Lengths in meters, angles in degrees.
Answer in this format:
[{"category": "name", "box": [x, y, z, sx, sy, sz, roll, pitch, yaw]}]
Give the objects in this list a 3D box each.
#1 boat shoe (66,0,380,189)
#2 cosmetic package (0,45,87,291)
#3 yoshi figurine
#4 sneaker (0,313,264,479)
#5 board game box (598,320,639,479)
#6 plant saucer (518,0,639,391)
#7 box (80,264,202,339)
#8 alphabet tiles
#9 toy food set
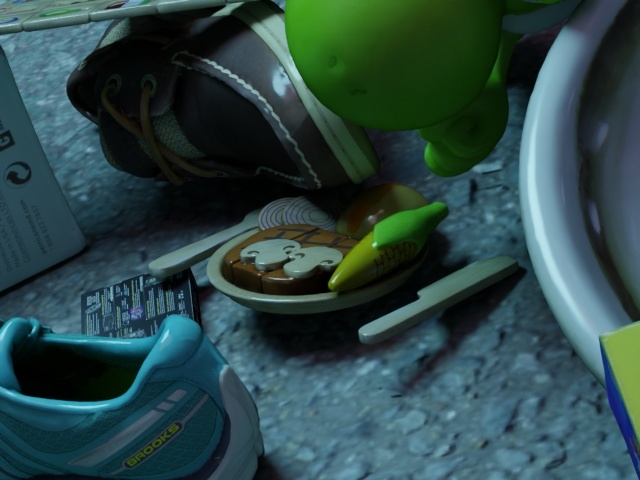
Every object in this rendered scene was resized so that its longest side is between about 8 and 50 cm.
[{"category": "boat shoe", "box": [-0.076, -0.078, 1.215, 0.123, 0.123, 0.342, -37, 28, -10]}, {"category": "cosmetic package", "box": [-0.264, -0.056, 1.251, 0.151, 0.151, 0.184, -27, 33, -12]}, {"category": "yoshi figurine", "box": [0.049, -0.143, 1.080, 0.204, 0.203, 0.362, 13, 5, -4]}, {"category": "sneaker", "box": [-0.162, 0.084, 1.022, 0.275, 0.110, 0.107, -7, 34, 22]}, {"category": "board game box", "box": [0.297, 0.092, 0.677, 0.347, 0.078, 0.233, -19, 65, 3]}, {"category": "plant saucer", "box": [0.292, -0.019, 0.877, 0.401, 0.100, 0.400, -7, 51, 9]}, {"category": "box", "box": [-0.101, 0.049, 1.126, 0.067, 0.018, 0.083, -18, 32, 3]}, {"category": "alphabet tiles", "box": [-0.095, -0.160, 1.230, 0.198, 0.009, 0.237, -7, 15, 10]}, {"category": "toy food set", "box": [0.000, 0.000, 1.100, 0.192, 0.038, 0.132, 14, 30, 43]}]
